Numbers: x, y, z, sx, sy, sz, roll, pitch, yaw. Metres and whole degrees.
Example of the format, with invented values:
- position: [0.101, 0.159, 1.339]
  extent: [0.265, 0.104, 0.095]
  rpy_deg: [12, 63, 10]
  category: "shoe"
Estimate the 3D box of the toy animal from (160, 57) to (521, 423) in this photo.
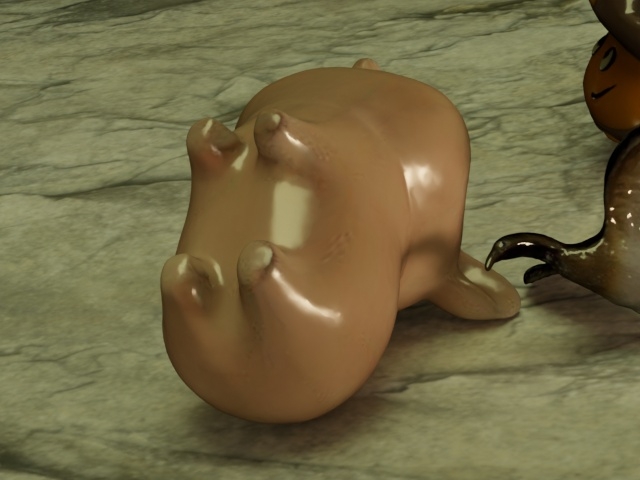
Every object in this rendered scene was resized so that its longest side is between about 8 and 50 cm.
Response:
- position: [0.000, 0.000, 1.436]
  extent: [0.237, 0.269, 0.326]
  rpy_deg: [1, 58, 27]
  category: "toy animal"

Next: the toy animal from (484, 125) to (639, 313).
- position: [0.221, 0.012, 1.385]
  extent: [0.197, 0.272, 0.160]
  rpy_deg: [-23, 62, -37]
  category: "toy animal"

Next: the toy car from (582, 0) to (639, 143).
- position: [0.397, -0.177, 1.685]
  extent: [0.340, 0.240, 0.271]
  rpy_deg: [16, 23, -11]
  category: "toy car"
